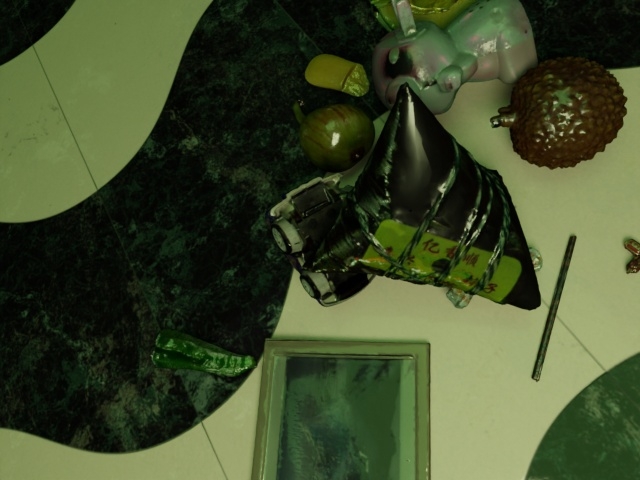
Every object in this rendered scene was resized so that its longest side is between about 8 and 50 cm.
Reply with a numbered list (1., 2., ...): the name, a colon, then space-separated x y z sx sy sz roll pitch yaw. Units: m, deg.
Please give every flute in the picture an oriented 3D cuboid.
1. flute: 0.408 0.115 0.881 0.014 0.014 0.269 16 76 23

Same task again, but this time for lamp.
1. lamp: 0.561 0.028 0.854 0.083 0.031 0.063 3 72 15
2. lamp: 0.241 -0.377 0.993 0.301 0.247 0.247 -20 36 13

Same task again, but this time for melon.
1. melon: 0.260 -0.528 1.122 0.265 0.129 0.169 -5 46 20

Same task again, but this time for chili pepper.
1. chili pepper: -0.230 0.232 1.028 0.227 0.059 0.088 5 67 18

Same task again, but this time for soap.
1. soap: 0.041 -0.389 1.182 0.168 0.033 0.089 21 80 23

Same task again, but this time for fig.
1. fig: -0.005 -0.252 1.089 0.151 0.151 0.259 -46 59 -2

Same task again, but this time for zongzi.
1. zongzi: 0.184 -0.079 0.792 0.383 0.362 0.319 0 49 -13

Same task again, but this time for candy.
1. candy: 0.313 0.072 0.911 0.182 0.046 0.053 -26 80 3

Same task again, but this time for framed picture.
1. framed picture: 0.032 0.398 0.892 0.326 0.028 0.446 -3 69 17

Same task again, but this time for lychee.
1. lychee: 0.424 -0.227 0.907 0.238 0.200 0.200 -4 68 -3

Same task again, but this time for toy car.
1. toy car: 0.000 0.000 0.975 0.172 0.158 0.235 -30 103 -18
